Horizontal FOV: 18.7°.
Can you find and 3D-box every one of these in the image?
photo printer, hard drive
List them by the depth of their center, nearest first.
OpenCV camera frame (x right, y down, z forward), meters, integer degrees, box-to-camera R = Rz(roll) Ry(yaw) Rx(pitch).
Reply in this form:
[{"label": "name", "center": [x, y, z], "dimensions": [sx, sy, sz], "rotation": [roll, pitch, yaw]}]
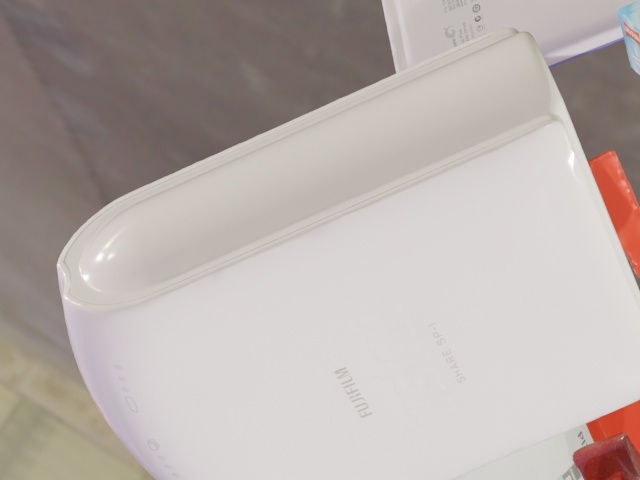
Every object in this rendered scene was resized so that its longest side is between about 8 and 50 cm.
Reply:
[{"label": "photo printer", "center": [0.020, 0.042, 1.103], "dimensions": [0.107, 0.307, 0.256], "rotation": [-106, -9, -47]}, {"label": "hard drive", "center": [0.208, -0.269, 1.891], "dimensions": [0.318, 0.210, 0.040], "rotation": [-20, 157, 25]}]

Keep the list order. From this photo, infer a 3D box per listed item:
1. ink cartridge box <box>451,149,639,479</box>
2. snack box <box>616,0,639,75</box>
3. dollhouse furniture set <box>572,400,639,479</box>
[{"label": "ink cartridge box", "center": [0.204, 0.129, 1.872], "dimensions": [0.308, 0.385, 0.091], "rotation": [65, 163, -10]}, {"label": "snack box", "center": [0.363, -0.135, 1.436], "dimensions": [0.322, 0.187, 0.060], "rotation": [-119, 9, -64]}, {"label": "dollhouse furniture set", "center": [0.293, 0.106, 1.471], "dimensions": [0.152, 0.374, 0.201], "rotation": [49, -166, -10]}]
